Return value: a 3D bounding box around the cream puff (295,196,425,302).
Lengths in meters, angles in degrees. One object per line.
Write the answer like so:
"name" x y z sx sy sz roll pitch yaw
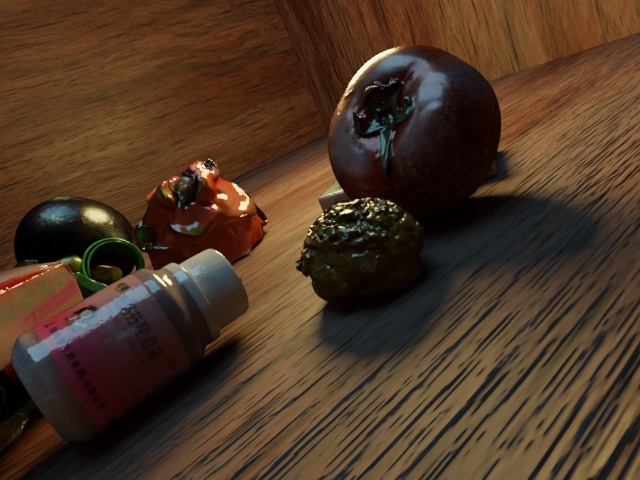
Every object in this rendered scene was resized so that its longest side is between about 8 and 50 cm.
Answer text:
"cream puff" 0.047 0.006 0.558 0.165 0.115 0.150 -23 12 5

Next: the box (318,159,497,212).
"box" 0.182 -0.139 0.929 0.343 0.065 0.200 -16 18 24

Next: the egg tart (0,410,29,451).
"egg tart" -0.438 0.255 0.576 0.105 0.039 0.105 -20 17 6

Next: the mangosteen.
"mangosteen" -0.631 0.040 1.160 0.300 0.300 0.300 -22 16 7

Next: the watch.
"watch" -0.490 0.063 1.001 0.131 0.165 0.152 -31 31 57

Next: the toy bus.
"toy bus" -0.407 0.124 0.532 0.127 0.147 0.303 -8 9 -1

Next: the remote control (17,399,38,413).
"remote control" -0.452 0.189 0.788 0.145 0.050 0.344 -31 17 -23

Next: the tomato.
"tomato" 0.148 -0.159 0.709 0.270 0.270 0.227 -12 -17 34

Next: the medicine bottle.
"medicine bottle" -0.213 0.111 0.537 0.247 0.147 0.147 -34 19 -31

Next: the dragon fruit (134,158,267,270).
"dragon fruit" -0.293 -0.056 1.042 0.305 0.226 0.305 -23 18 8
